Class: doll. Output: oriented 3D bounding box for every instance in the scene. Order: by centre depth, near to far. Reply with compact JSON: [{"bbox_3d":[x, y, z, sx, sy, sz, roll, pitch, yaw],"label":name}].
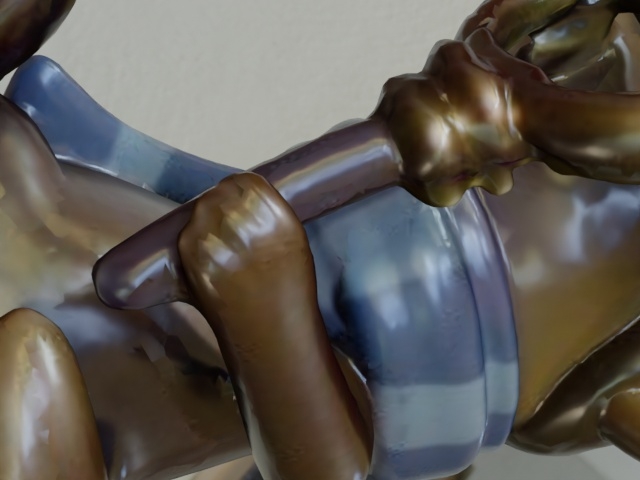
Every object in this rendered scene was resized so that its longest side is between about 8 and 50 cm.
[{"bbox_3d":[-0.001,-0.004,0.468,0.340,0.209,0.318,-4,-171,-14],"label":"doll"}]
